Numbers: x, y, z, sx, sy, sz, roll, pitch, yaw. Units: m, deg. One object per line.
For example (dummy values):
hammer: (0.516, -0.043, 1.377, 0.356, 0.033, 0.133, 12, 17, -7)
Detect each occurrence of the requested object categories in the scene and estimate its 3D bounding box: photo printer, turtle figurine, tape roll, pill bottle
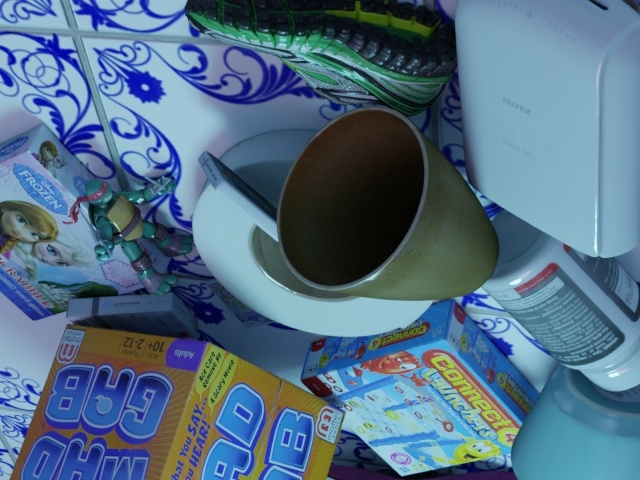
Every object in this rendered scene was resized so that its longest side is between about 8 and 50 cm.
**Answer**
photo printer: (0.267, -0.161, 1.289, 0.256, 0.107, 0.307, 38, 146, 45)
turtle figurine: (-0.291, -0.029, 1.714, 0.118, 0.175, 0.234, 19, 155, 42)
tape roll: (0.000, 0.000, 1.692, 0.392, 0.072, 0.392, 10, 138, 10)
pill bottle: (0.356, 0.081, 1.581, 0.161, 0.161, 0.283, -25, 123, 38)

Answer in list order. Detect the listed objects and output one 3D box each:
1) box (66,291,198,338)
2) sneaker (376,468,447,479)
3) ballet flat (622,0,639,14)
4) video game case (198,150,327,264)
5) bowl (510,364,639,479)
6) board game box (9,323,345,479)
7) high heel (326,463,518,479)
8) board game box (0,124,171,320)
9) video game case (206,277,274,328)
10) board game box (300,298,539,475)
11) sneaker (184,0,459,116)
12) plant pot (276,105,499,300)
box: (-0.320, 0.134, 1.918, 0.186, 0.038, 0.145, -3, 157, 11)
sneaker: (0.134, 0.501, 2.181, 0.341, 0.125, 0.139, 8, 165, 7)
ballet flat: (0.368, -0.173, 1.363, 0.106, 0.107, 0.316, -5, 145, -9)
video game case: (-0.079, -0.040, 1.516, 0.190, 0.173, 0.022, 39, 94, -21)
bowl: (0.451, 0.280, 1.695, 0.311, 0.311, 0.163, 7, 119, 12)
board game box: (-0.241, 0.374, 1.841, 0.356, 0.356, 0.356, 2, 157, 41)
high heel: (0.182, 0.455, 2.081, 0.377, 0.181, 0.127, 22, 146, 9)
board game box: (-0.465, -0.016, 1.845, 0.318, 0.066, 0.318, -18, 128, 34)
video game case: (-0.125, 0.101, 1.891, 0.087, 0.011, 0.122, -15, 129, 32)
board game box: (0.178, 0.260, 1.897, 0.302, 0.086, 0.308, -21, 125, 37)
sneaker: (-0.006, -0.234, 1.391, 0.343, 0.134, 0.146, 18, 140, -1)
plant pot: (0.114, -0.018, 1.449, 0.237, 0.237, 0.254, -20, 151, 35)
